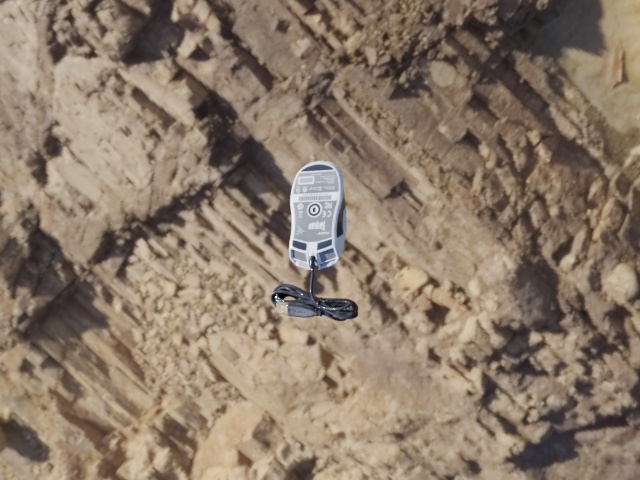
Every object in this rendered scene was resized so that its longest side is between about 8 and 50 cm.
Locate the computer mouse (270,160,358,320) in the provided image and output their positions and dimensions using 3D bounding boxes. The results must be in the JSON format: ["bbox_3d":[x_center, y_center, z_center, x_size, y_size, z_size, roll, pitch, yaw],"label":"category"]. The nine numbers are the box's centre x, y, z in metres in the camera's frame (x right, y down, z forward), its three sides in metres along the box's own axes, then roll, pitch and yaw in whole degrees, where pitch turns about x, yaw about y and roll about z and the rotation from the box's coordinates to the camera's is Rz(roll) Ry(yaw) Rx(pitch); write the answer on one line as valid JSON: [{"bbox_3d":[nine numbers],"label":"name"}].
[{"bbox_3d":[0.000,0.000,0.928,0.106,0.193,0.042,0,165,22],"label":"computer mouse"}]
